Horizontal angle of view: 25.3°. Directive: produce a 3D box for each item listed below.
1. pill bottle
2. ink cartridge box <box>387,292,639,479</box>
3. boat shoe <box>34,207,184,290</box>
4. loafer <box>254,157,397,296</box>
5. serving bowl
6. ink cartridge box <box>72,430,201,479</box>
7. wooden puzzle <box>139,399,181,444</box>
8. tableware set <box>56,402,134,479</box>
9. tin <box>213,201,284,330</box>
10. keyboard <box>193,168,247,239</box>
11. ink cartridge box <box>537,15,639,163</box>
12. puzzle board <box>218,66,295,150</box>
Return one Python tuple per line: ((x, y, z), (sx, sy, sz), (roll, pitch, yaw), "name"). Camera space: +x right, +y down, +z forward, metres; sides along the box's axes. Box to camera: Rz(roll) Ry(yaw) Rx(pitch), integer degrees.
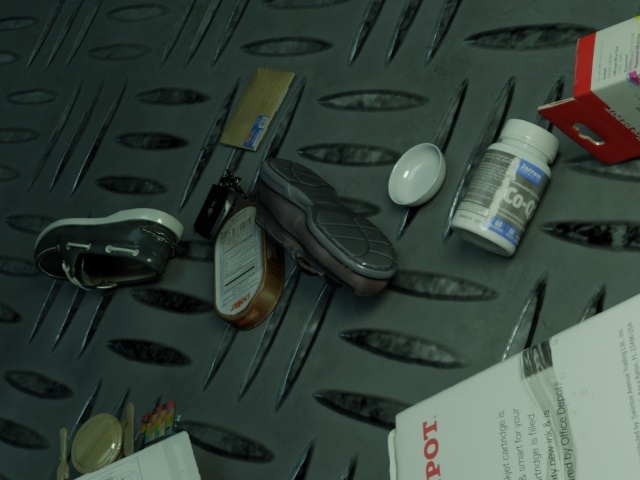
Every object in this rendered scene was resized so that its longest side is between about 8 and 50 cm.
((0.205, -0.059, 1.564), (0.078, 0.078, 0.137), (17, 78, 54), "pill bottle")
((0.263, 0.222, 1.208), (0.395, 0.166, 0.285), (-30, 43, 32), "ink cartridge box")
((-0.331, 0.025, 2.110), (0.303, 0.114, 0.091), (-16, 47, 44), "boat shoe")
((0.000, 0.000, 1.759), (0.302, 0.109, 0.095), (49, 124, 51), "loafer")
((0.121, -0.075, 1.719), (0.083, 0.027, 0.083), (-29, 45, 34), "serving bowl")
((-0.287, 0.422, 1.669), (0.385, 0.091, 0.308), (-26, 35, 0), "ink cartridge box")
((-0.214, 0.242, 1.898), (0.083, 0.006, 0.049), (-28, 45, 35), "wooden puzzle")
((-0.290, 0.325, 1.902), (0.128, 0.039, 0.194), (-22, 54, 24), "tableware set")
((-0.098, 0.031, 1.896), (0.106, 0.040, 0.189), (-37, 40, 33), "tin")
((-0.131, -0.045, 1.962), (0.100, 0.038, 0.192), (-64, 13, 0), "keyboard")
((0.347, -0.161, 1.423), (0.231, 0.134, 0.078), (-17, 53, 42), "ink cartridge box")
((-0.091, -0.191, 2.075), (0.096, 0.011, 0.128), (17, 78, 52), "puzzle board")
